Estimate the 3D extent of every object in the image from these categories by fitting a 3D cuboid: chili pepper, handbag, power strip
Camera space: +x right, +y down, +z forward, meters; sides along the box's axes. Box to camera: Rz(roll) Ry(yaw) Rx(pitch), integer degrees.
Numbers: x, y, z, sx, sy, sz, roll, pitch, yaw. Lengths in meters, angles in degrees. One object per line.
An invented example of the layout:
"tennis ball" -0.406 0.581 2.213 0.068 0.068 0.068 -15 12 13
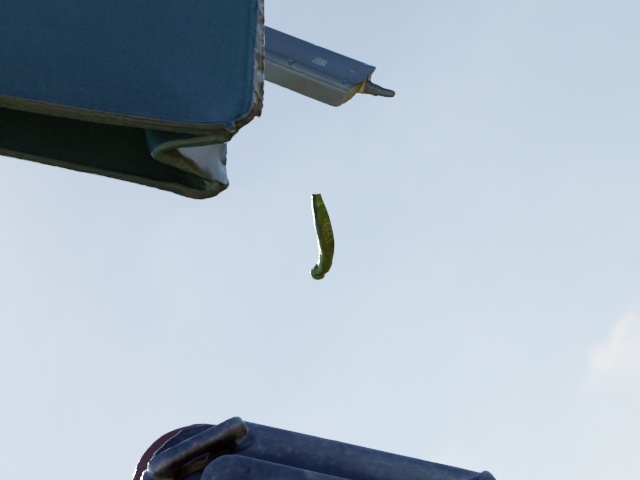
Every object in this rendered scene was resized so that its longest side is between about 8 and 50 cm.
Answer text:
"chili pepper" -0.001 0.000 1.646 0.017 0.030 0.083 -22 -48 -31
"handbag" -0.178 -0.154 1.340 0.274 0.269 0.100 8 -42 -13
"power strip" -0.048 -0.170 1.765 0.060 0.252 0.027 -46 -25 -56

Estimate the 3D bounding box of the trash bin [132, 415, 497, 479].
"trash bin" -0.009 0.203 0.724 0.239 0.161 0.184 95 -171 -50
